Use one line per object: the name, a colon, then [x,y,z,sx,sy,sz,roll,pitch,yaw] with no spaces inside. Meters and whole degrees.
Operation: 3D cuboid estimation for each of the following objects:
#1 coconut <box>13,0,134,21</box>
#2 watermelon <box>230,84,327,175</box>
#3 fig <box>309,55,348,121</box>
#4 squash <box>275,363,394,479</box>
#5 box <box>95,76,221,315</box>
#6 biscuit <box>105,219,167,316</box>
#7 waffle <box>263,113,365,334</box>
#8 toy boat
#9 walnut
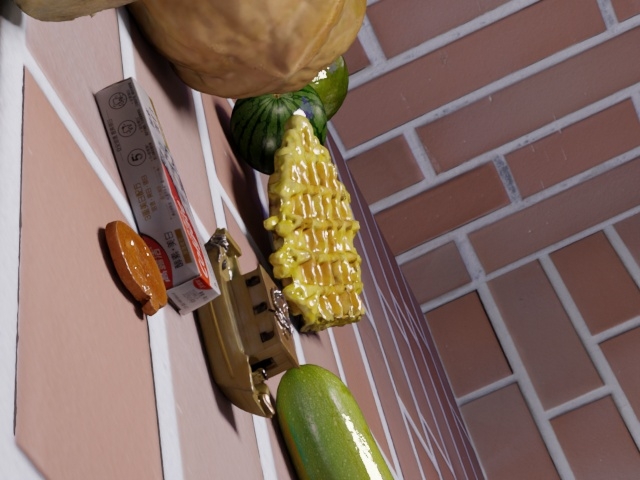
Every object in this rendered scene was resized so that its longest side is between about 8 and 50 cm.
coconut: [-0.195,-0.275,1.063,0.194,0.194,0.194,-25,90,-84]
watermelon: [-0.056,-0.154,1.957,0.187,0.140,0.141,77,-8,-63]
fig: [-0.071,-0.258,2.331,0.235,0.203,0.203,-44,115,-42]
squash: [0.009,0.203,1.347,0.188,0.095,0.095,64,5,22]
box: [-0.144,-0.042,1.200,0.055,0.039,0.218,57,10,-61]
biscuit: [-0.143,0.025,1.059,0.091,0.015,0.078,53,15,-62]
waffle: [-0.003,0.001,1.822,0.312,0.060,0.307,58,28,-48]
toy boat: [-0.068,0.068,1.232,0.057,0.077,0.200,57,10,-47]
walnut: [-0.094,-0.326,1.631,0.344,0.306,0.306,68,6,31]
